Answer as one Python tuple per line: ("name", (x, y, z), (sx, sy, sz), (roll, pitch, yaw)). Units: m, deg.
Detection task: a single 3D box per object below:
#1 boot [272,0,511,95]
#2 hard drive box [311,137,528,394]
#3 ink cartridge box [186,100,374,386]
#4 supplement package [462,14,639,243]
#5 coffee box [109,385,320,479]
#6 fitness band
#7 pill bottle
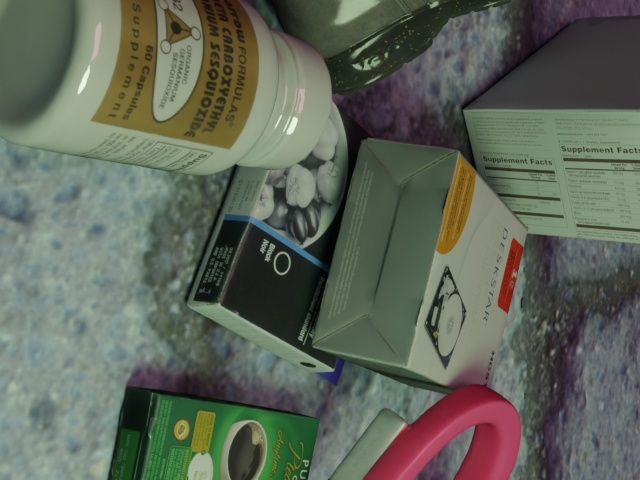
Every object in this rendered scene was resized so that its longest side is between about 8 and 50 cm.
("boot", (0.084, -0.284, 0.845), (0.338, 0.118, 0.223), (-36, 127, -4))
("hard drive box", (0.096, 0.035, 0.957), (0.232, 0.089, 0.181), (31, 72, -62))
("ink cartridge box", (0.000, 0.000, 0.925), (0.208, 0.045, 0.206), (35, 67, -45))
("supplement package", (0.312, -0.127, 1.144), (0.262, 0.204, 0.145), (-38, 122, -40))
("coffee box", (-0.082, 0.181, 0.850), (0.184, 0.040, 0.113), (17, 81, -47))
("fitness band", (0.068, 0.249, 0.940), (0.291, 0.054, 0.209), (-52, 141, -4))
("pill bottle", (-0.103, -0.112, 0.735), (0.229, 0.131, 0.131), (7, 88, -49))
